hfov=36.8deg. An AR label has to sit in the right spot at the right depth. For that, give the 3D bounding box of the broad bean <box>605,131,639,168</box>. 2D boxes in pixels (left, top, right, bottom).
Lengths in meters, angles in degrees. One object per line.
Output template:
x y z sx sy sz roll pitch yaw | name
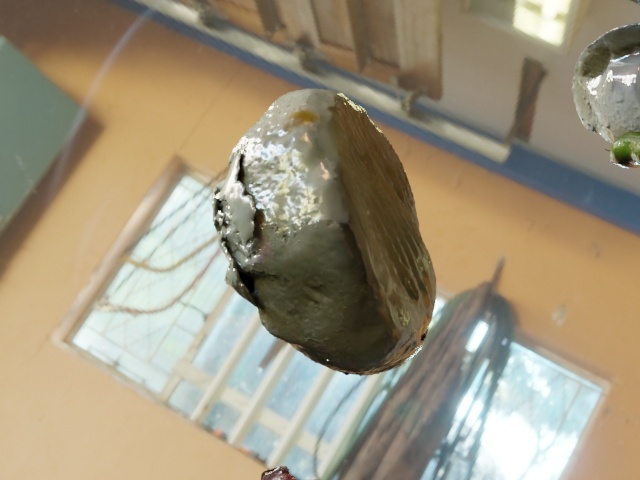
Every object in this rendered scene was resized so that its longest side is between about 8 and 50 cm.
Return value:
0.372 -0.086 1.020 0.065 0.046 0.254 41 0 -21 | broad bean

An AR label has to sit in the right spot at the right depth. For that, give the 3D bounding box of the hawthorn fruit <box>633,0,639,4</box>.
0.407 -0.352 0.973 0.308 0.308 0.325 1 -62 62 | hawthorn fruit

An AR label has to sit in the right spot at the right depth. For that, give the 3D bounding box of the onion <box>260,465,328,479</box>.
-0.021 0.332 1.062 0.098 0.151 0.206 22 -46 -39 | onion

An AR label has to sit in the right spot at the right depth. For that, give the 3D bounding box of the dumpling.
0.520 -0.243 1.556 0.243 0.175 0.227 -12 -60 25 | dumpling

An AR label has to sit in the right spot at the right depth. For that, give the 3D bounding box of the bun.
0.000 0.000 0.772 0.141 0.239 0.239 -23 -43 20 | bun
